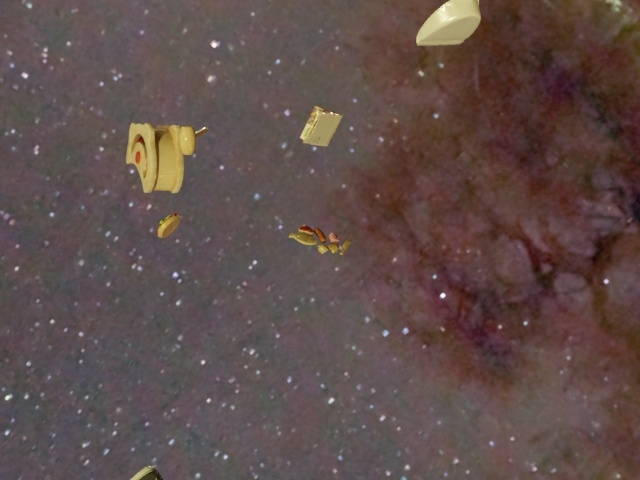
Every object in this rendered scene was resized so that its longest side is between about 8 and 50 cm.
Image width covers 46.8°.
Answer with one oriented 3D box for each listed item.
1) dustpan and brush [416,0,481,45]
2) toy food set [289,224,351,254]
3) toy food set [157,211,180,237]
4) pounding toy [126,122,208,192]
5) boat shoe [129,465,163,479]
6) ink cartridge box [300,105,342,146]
[{"bbox_3d":[0.309,-0.501,1.588,0.147,0.211,0.060,-11,-103,-33],"label":"dustpan and brush"},{"bbox_3d":[0.000,0.000,1.575,0.122,0.019,0.078,22,-143,13],"label":"toy food set"},{"bbox_3d":[-0.412,-0.042,2.012,0.020,0.082,0.083,42,-137,11],"label":"toy food set"},{"bbox_3d":[-0.340,-0.188,1.696,0.155,0.154,0.269,-1,-171,-29],"label":"pounding toy"},{"bbox_3d":[-0.341,0.461,1.310,0.040,0.049,0.142,29,-121,37],"label":"boat shoe"},{"bbox_3d":[-0.005,-0.197,1.267,0.029,0.063,0.115,32,-165,17],"label":"ink cartridge box"}]
